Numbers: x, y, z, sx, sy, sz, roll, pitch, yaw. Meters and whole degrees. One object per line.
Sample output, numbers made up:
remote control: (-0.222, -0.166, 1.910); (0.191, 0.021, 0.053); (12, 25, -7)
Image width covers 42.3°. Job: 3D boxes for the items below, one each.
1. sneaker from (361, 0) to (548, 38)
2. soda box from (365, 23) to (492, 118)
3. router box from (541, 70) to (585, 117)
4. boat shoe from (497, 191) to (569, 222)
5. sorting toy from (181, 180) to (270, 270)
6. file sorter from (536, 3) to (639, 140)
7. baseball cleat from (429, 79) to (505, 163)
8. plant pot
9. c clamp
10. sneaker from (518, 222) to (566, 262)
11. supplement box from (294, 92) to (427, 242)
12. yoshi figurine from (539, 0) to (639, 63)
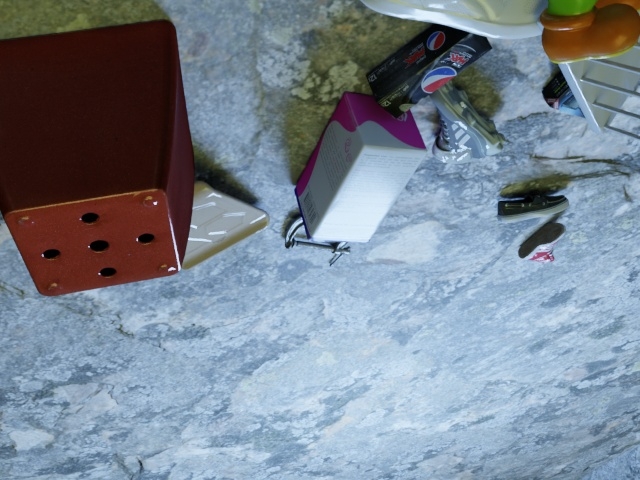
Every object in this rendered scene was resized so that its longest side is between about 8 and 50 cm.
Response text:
sneaker: (0.203, -0.343, 0.992); (0.292, 0.108, 0.169); (0, 146, -20)
soda box: (0.149, -0.246, 1.149); (0.169, 0.060, 0.053); (-34, 143, 25)
router box: (0.416, -0.248, 1.274); (0.092, 0.038, 0.122); (8, 139, -32)
boat shoe: (0.390, -0.066, 1.518); (0.142, 0.049, 0.040); (-14, 108, -12)
sorting toy: (-0.206, -0.024, 1.319); (0.193, 0.038, 0.208); (-28, 156, 17)
file sorter: (0.443, -0.264, 1.078); (0.193, 0.173, 0.277); (-57, 140, -4)
baseball cleat: (0.203, -0.170, 1.272); (0.109, 0.072, 0.206); (-28, 141, 29)
plant pot: (-0.289, -0.083, 1.049); (0.267, 0.236, 0.267); (-10, 146, -9)
c clamp: (0.000, 0.000, 1.473); (0.160, 0.022, 0.137); (14, 136, -37)
sneaker: (0.457, 0.006, 1.648); (0.067, 0.042, 0.118); (14, 144, -31)
supplement box: (0.055, -0.106, 1.266); (0.113, 0.111, 0.220); (2, 143, -24)
yoshi figurine: (0.267, -0.381, 0.830); (0.203, 0.203, 0.362); (-33, 117, -13)
